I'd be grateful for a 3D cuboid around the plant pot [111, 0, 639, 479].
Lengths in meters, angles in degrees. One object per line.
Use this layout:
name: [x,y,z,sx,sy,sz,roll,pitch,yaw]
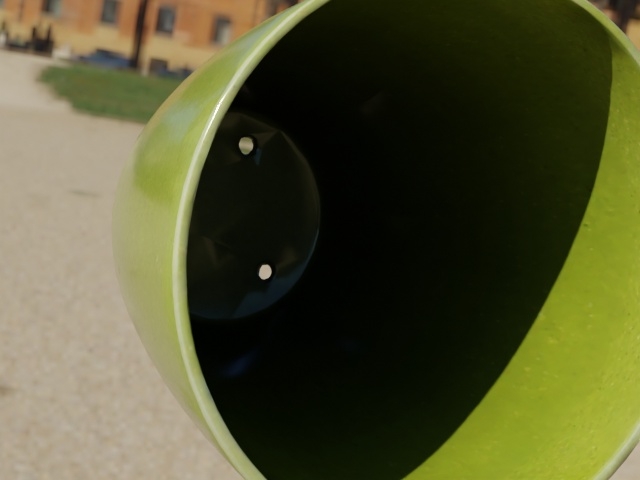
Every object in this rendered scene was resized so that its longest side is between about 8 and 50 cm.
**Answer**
plant pot: [0.000,0.000,0.850,0.274,0.275,0.293,7,1,-26]
